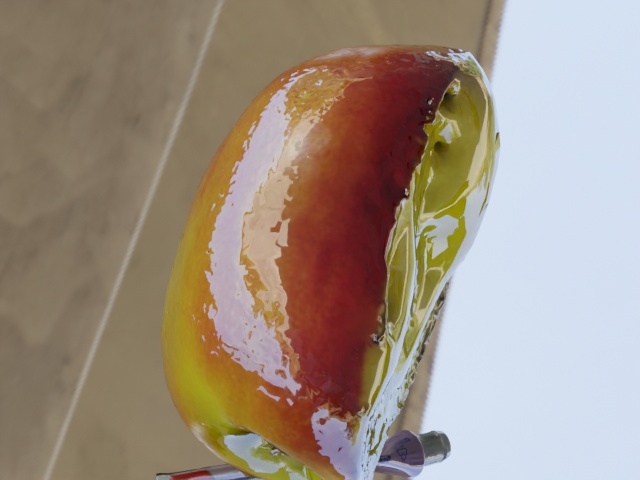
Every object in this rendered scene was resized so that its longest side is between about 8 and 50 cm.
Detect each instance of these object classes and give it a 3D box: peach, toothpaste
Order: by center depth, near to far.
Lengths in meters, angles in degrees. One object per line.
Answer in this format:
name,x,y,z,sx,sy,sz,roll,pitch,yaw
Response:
peach,0.000,0.000,1.181,0.242,0.306,0.380,19,-118,18
toothpaste,-0.012,0.218,1.272,0.301,0.075,0.048,-9,-130,-27
